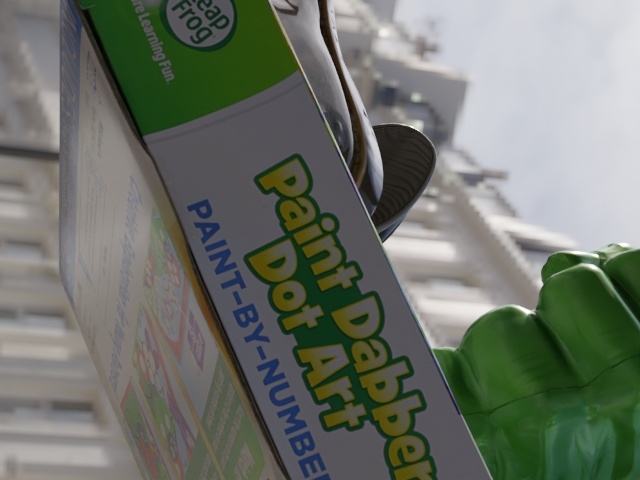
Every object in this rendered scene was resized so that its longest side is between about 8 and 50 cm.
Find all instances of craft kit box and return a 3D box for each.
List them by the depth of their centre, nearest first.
[{"bbox_3d":[-0.013,0.069,0.581,0.250,0.061,0.247,111,-41,-69],"label":"craft kit box"}]

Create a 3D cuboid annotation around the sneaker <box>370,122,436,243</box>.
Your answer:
[{"bbox_3d":[0.000,0.000,1.525,0.083,0.222,0.118,44,-17,11],"label":"sneaker"}]

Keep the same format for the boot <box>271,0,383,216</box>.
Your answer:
[{"bbox_3d":[-0.058,-0.138,1.003,0.112,0.115,0.305,-31,-128,9],"label":"boot"}]

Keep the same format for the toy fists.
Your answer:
[{"bbox_3d":[0.158,0.052,0.754,0.142,0.279,0.096,96,-25,-50],"label":"toy fists"}]
